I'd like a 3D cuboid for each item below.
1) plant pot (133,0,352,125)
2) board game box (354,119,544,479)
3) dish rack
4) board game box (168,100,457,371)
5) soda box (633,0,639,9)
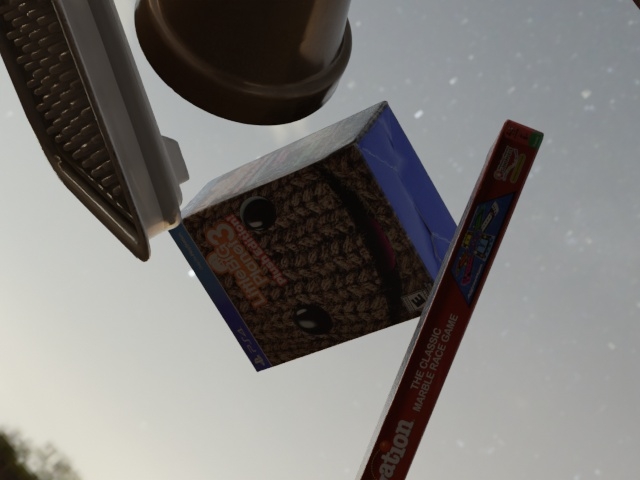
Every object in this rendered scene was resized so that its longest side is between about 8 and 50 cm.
[{"bbox_3d":[-0.059,-0.297,1.344,0.263,0.263,0.229,46,-38,8],"label":"plant pot"},{"bbox_3d":[0.069,0.067,0.741,0.027,0.281,0.145,22,0,6],"label":"board game box"},{"bbox_3d":[-0.209,-0.168,0.969,0.285,0.072,0.332,35,-33,51],"label":"dish rack"},{"bbox_3d":[0.000,0.000,1.485,0.291,0.141,0.232,-22,-73,30],"label":"board game box"},{"bbox_3d":[0.390,-0.247,1.256,0.183,0.058,0.063,53,-27,5],"label":"soda box"}]
